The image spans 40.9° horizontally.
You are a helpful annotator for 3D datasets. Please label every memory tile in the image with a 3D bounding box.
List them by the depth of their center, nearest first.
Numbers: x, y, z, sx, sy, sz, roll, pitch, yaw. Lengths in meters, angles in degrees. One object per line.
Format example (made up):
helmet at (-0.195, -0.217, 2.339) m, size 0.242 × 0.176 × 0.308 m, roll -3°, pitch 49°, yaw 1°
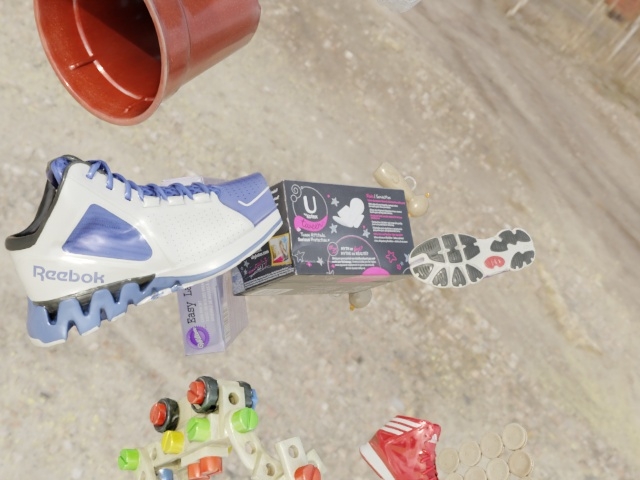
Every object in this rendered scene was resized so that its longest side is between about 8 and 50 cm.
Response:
memory tile at (0.233, 0.328, 1.197) m, size 0.012 × 0.148 × 0.113 m, roll 25°, pitch 46°, yaw -44°

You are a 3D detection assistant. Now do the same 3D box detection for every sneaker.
sneaker at (-0.208, -0.029, 0.950) m, size 0.127 × 0.315 × 0.182 m, roll 25°, pitch -41°, yaw 65°
sneaker at (0.185, 0.031, 1.069) m, size 0.169 × 0.071 × 0.068 m, roll -5°, pitch 72°, yaw -20°
sneaker at (0.171, 0.369, 1.391) m, size 0.221 × 0.128 × 0.087 m, roll 42°, pitch 2°, yaw 32°

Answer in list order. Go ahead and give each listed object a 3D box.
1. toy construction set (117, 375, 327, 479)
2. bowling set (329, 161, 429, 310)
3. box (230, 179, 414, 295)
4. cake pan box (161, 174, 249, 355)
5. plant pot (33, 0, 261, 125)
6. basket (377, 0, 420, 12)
toy construction set at (-0.148, 0.304, 1.124) m, size 0.151 × 0.327 × 0.215 m, roll 27°, pitch 49°, yaw -47°
bowling set at (0.078, 0.002, 1.660) m, size 0.154 × 0.287 × 0.200 m, roll 44°, pitch -18°, yaw -4°
box at (0.000, 0.000, 1.297) m, size 0.247 × 0.163 × 0.142 m, roll 3°, pitch 74°, yaw -40°
cake pan box at (-0.170, 0.035, 1.318) m, size 0.246 × 0.070 × 0.267 m, roll -46°, pitch 129°, yaw -83°
plant pot at (-0.247, -0.351, 1.327) m, size 0.272 × 0.272 × 0.265 m, roll 42°, pitch 46°, yaw 10°
basket at (0.139, -0.585, 1.252) m, size 0.331 × 0.266 × 0.328 m, roll 43°, pitch 66°, yaw -1°
